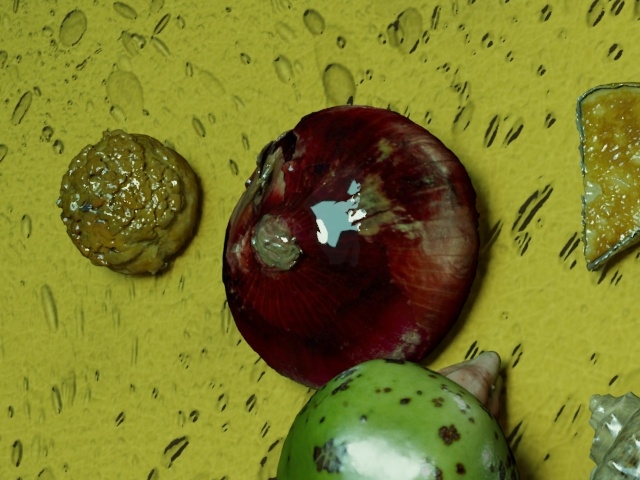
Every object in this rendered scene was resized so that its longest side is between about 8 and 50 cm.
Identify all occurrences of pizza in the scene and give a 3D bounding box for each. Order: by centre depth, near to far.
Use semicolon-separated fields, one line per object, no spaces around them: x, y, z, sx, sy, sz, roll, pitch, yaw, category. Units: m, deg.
0.282;-0.049;1.516;0.184;0.036;0.176;12;79;39;pizza

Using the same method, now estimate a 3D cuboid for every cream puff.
-0.206;-0.044;1.847;0.165;0.115;0.150;-5;69;38;cream puff

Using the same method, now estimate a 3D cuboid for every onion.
0.000;0.000;1.613;0.272;0.195;0.272;-10;73;37;onion

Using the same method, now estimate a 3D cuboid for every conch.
0.270;0.207;1.383;0.207;0.130;0.155;51;140;19;conch

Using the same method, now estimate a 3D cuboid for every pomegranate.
0.081;0.178;1.484;0.214;0.214;0.248;2;39;39;pomegranate
